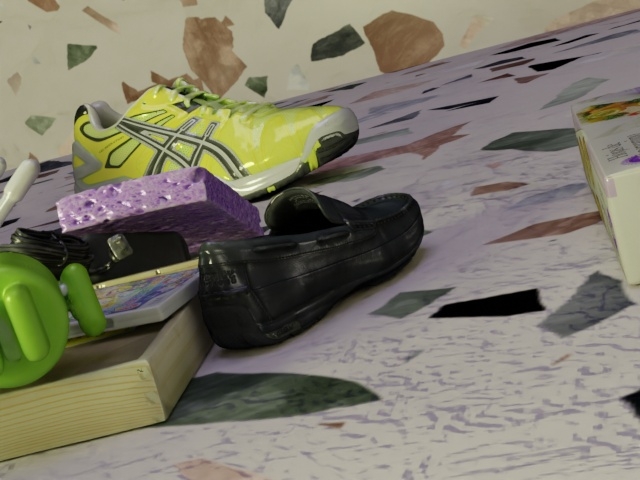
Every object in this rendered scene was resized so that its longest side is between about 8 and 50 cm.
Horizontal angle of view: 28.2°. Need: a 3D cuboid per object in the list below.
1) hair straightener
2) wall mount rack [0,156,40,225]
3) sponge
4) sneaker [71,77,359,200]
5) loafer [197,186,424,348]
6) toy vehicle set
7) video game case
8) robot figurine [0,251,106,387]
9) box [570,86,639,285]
[{"bbox_3d":[-0.179,0.004,0.922,0.089,0.047,0.230,-26,-23,36],"label":"hair straightener"},{"bbox_3d":[-0.390,0.031,1.107,0.304,0.130,0.350,-19,12,-19],"label":"wall mount rack"},{"bbox_3d":[-0.124,-0.016,1.043,0.117,0.031,0.210,-13,-10,8],"label":"sponge"},{"bbox_3d":[-0.140,-0.115,1.457,0.385,0.147,0.145,-9,11,27],"label":"sneaker"},{"bbox_3d":[0.000,0.000,0.836,0.076,0.078,0.223,-7,13,36],"label":"loafer"},{"bbox_3d":[-0.153,0.071,0.805,0.166,0.035,0.267,-14,11,8],"label":"toy vehicle set"},{"bbox_3d":[-0.135,0.042,0.794,0.122,0.011,0.087,-11,11,20],"label":"video game case"},{"bbox_3d":[-0.173,0.042,0.697,0.101,0.067,0.115,-23,11,-11],"label":"robot figurine"},{"bbox_3d":[0.206,-0.047,0.822,0.063,0.067,0.324,-14,11,11],"label":"box"}]
